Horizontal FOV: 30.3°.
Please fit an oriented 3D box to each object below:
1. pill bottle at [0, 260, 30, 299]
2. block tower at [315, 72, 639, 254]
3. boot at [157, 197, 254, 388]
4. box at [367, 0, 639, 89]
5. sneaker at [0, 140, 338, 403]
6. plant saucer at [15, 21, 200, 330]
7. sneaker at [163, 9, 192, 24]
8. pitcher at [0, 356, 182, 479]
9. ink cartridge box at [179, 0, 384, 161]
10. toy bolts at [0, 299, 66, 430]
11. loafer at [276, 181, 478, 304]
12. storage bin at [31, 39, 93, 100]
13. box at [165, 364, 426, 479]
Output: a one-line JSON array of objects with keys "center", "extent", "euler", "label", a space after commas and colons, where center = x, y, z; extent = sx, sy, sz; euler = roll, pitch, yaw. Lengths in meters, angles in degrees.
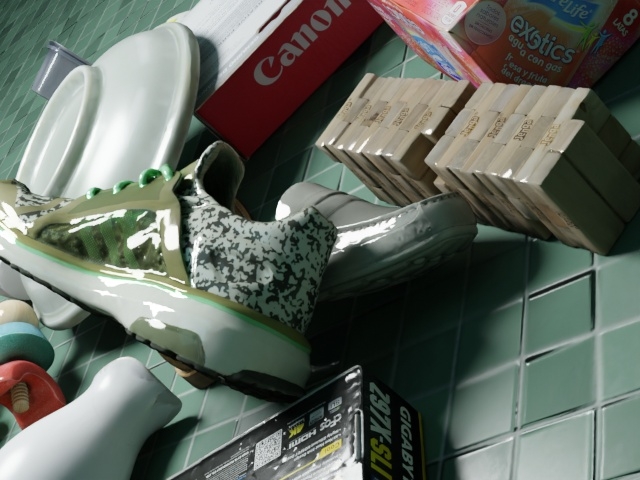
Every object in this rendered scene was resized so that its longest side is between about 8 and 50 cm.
[{"center": [-0.428, 0.020, 1.654], "extent": [0.108, 0.108, 0.193], "euler": [-51, 27, -6], "label": "pill bottle"}, {"center": [0.128, -0.073, 0.998], "extent": [0.091, 0.097, 0.335], "euler": [-53, 30, -10], "label": "block tower"}, {"center": [-0.142, 0.014, 1.246], "extent": [0.112, 0.115, 0.305], "euler": [-39, 27, 20], "label": "boot"}, {"center": [0.156, -0.235, 1.109], "extent": [0.154, 0.142, 0.300], "euler": [-46, 28, 4], "label": "box"}, {"center": [-0.133, -0.004, 1.030], "extent": [0.410, 0.158, 0.182], "euler": [23, 80, 36], "label": "sneaker"}, {"center": [-0.284, -0.094, 1.415], "extent": [0.400, 0.100, 0.400], "euler": [-44, 33, 39], "label": "plant saucer"}, {"center": [-0.219, -0.231, 1.730], "extent": [0.126, 0.091, 0.240], "euler": [26, 74, 43], "label": "sneaker"}, {"center": [-0.246, 0.222, 1.136], "extent": [0.207, 0.125, 0.178], "euler": [-52, 10, -32], "label": "pitcher"}, {"center": [-0.040, -0.262, 1.440], "extent": [0.309, 0.130, 0.272], "euler": [-45, 29, 7], "label": "ink cartridge box"}, {"center": [-0.421, 0.158, 1.365], "extent": [0.228, 0.218, 0.158], "euler": [-33, 44, 14], "label": "toy bolts"}, {"center": [0.000, 0.000, 1.039], "extent": [0.319, 0.112, 0.111], "euler": [-18, 82, 44], "label": "loafer"}, {"center": [-0.421, -0.266, 2.000], "extent": [0.091, 0.135, 0.098], "euler": [-59, 28, -1], "label": "storage bin"}, {"center": [-0.067, 0.267, 0.852], "extent": [0.322, 0.079, 0.257], "euler": [-34, 32, 24], "label": "box"}]
